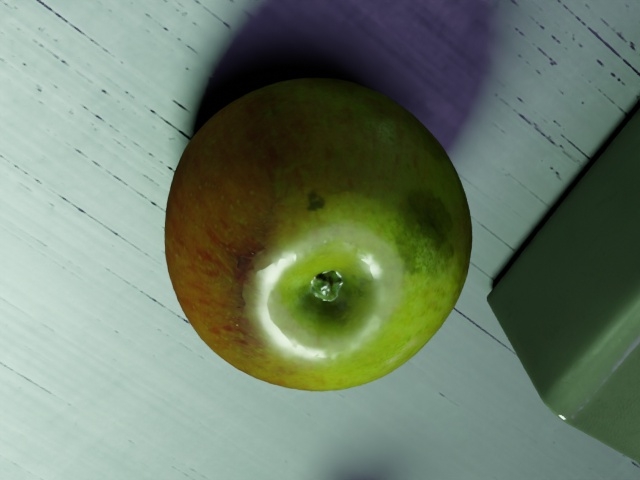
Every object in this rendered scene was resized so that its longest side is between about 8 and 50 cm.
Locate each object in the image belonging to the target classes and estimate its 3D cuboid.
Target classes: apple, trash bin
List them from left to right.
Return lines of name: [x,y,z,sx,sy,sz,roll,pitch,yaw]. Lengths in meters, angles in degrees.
apple: [0.000,0.000,1.176,0.196,0.196,0.196,-8,123,-13]
trash bin: [0.239,0.007,1.269,0.122,0.164,0.240,30,111,-30]
